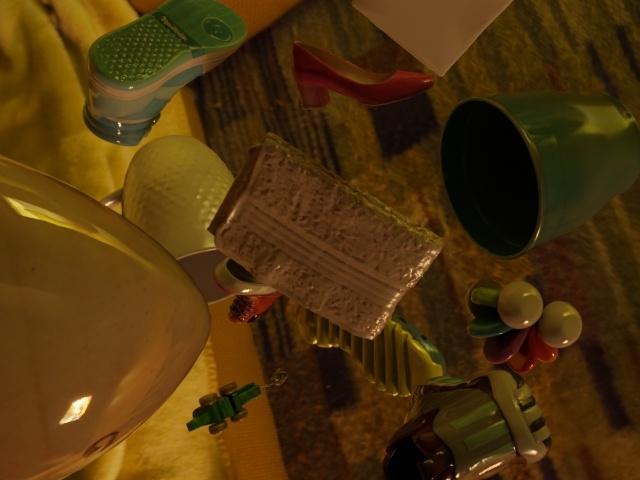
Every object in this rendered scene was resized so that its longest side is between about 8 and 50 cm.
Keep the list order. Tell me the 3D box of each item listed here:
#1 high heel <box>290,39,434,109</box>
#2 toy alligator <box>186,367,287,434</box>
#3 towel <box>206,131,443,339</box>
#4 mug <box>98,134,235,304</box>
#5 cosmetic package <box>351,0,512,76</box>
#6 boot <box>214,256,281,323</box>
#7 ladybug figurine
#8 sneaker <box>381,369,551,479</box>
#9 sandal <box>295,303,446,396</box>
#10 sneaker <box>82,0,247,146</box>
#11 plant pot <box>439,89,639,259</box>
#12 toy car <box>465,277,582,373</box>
[{"bbox_3d":[0.066,-0.291,1.132,0.244,0.082,0.117,1,116,26],"label":"high heel"},{"bbox_3d":[-0.135,0.247,1.039,0.051,0.189,0.056,-18,93,48],"label":"toy alligator"},{"bbox_3d":[0.000,0.000,0.892,0.282,0.049,0.187,30,120,-4],"label":"towel"},{"bbox_3d":[-0.343,-0.038,1.472,0.374,0.276,0.328,-18,65,-3],"label":"mug"},{"bbox_3d":[0.210,-0.386,0.722,0.217,0.156,0.385,-57,5,-30],"label":"cosmetic package"},{"bbox_3d":[-0.136,0.099,1.202,0.176,0.244,0.088,-45,71,22],"label":"boot"},{"bbox_3d":[-0.272,0.049,0.433,0.449,0.305,0.162,1,62,40],"label":"ladybug figurine"},{"bbox_3d":[0.077,0.151,0.507,0.224,0.098,0.083,111,137,-65],"label":"sneaker"},{"bbox_3d":[0.096,0.149,1.112,0.317,0.138,0.126,29,118,49],"label":"sandal"},{"bbox_3d":[-0.266,-0.271,1.107,0.127,0.319,0.208,47,138,5],"label":"sneaker"},{"bbox_3d":[0.382,-0.131,1.134,0.271,0.255,0.271,164,90,-71],"label":"plant pot"},{"bbox_3d":[0.319,0.145,1.108,0.136,0.182,0.159,-66,16,-7],"label":"toy car"}]
